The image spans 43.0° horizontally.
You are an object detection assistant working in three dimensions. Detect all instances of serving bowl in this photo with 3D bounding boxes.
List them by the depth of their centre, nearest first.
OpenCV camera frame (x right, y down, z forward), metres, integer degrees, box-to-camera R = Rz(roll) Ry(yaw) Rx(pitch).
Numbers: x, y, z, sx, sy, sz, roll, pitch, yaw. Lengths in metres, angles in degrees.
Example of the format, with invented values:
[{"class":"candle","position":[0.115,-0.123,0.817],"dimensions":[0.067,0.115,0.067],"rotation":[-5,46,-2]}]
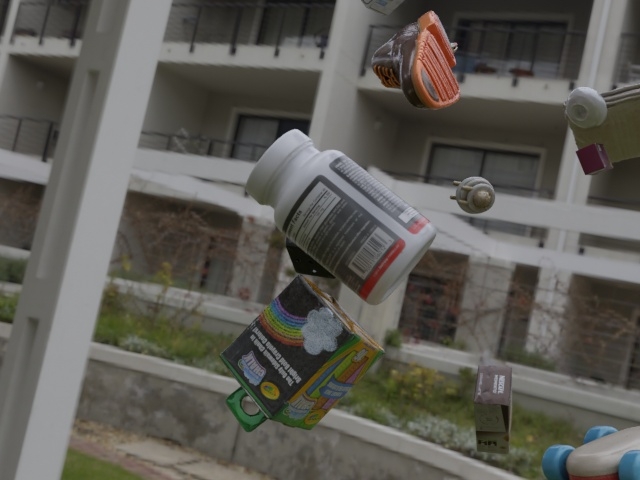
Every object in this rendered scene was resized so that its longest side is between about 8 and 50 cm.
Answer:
[{"class":"serving bowl","position":[0.498,-0.247,1.539],"dimensions":[0.027,0.083,0.083],"rotation":[-35,26,-31]}]

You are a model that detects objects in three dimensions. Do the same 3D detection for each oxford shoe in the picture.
[{"class":"oxford shoe","position":[0.161,-0.295,1.427],"dimensions":[0.133,0.129,0.363],"rotation":[-23,19,19]}]

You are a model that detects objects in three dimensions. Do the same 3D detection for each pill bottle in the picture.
[{"class":"pill bottle","position":[0.038,-0.054,1.664],"dimensions":[0.363,0.210,0.210],"rotation":[40,2,11]}]

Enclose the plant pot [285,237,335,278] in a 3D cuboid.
[{"class":"plant pot","position":[0.000,0.000,2.296],"dimensions":[0.188,0.167,0.187],"rotation":[9,-38,24]}]

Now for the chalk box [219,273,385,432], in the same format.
[{"class":"chalk box","position":[-0.055,0.244,1.573],"dimensions":[0.180,0.289,0.179],"rotation":[46,4,31]}]

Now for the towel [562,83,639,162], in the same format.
[{"class":"towel","position":[0.617,-0.237,1.685],"dimensions":[0.187,0.049,0.282],"rotation":[-10,-23,23]}]

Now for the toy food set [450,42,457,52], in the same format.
[{"class":"toy food set","position":[0.303,-0.474,2.031],"dimensions":[0.083,0.020,0.083],"rotation":[-14,22,10]}]

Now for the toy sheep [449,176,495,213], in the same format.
[{"class":"toy sheep","position":[0.336,-0.100,1.781],"dimensions":[0.091,0.091,0.132],"rotation":[13,16,-12]}]

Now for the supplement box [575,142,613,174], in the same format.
[{"class":"supplement box","position":[0.550,-0.162,1.630],"dimensions":[0.043,0.054,0.083],"rotation":[-23,-9,29]}]

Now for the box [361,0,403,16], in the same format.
[{"class":"box","position":[0.214,-0.657,1.880],"dimensions":[0.087,0.290,0.169],"rotation":[54,20,7]}]

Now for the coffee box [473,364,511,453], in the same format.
[{"class":"coffee box","position":[0.506,0.494,2.371],"dimensions":[0.098,0.141,0.246],"rotation":[2,-45,16]}]

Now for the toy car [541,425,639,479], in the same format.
[{"class":"toy car","position":[0.545,0.458,1.408],"dimensions":[0.210,0.237,0.219],"rotation":[-14,-4,-29]}]
